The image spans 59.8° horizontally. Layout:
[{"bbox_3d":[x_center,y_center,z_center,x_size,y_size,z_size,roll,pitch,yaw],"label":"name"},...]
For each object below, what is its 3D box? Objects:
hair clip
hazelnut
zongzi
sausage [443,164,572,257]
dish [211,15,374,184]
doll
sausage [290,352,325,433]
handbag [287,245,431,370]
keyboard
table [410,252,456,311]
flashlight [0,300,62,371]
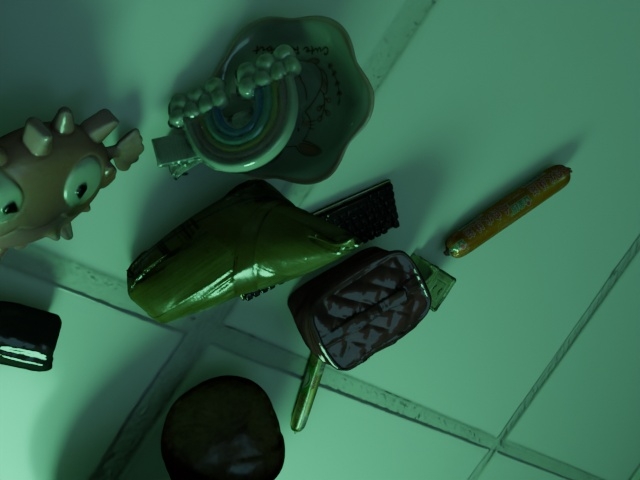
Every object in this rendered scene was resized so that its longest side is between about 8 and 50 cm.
[{"bbox_3d":[-0.113,-0.147,0.711,0.220,0.140,0.054,-21,164,12],"label":"hair clip"},{"bbox_3d":[-0.157,0.324,0.905,0.208,0.208,0.208,-14,119,-26],"label":"hazelnut"},{"bbox_3d":[-0.112,0.038,0.709,0.260,0.289,0.123,-35,118,-12],"label":"zongzi"},{"bbox_3d":[0.382,-0.063,1.122,0.347,0.053,0.053,-32,125,-15],"label":"sausage"},{"bbox_3d":[-0.035,-0.184,0.752,0.230,0.229,0.081,-64,168,9],"label":"dish"},{"bbox_3d":[-0.312,-0.066,0.632,0.262,0.093,0.211,-35,165,-48],"label":"doll"},{"bbox_3d":[-0.013,0.249,1.037,0.032,0.033,0.269,5,109,-34],"label":"sausage"},{"bbox_3d":[0.066,0.107,0.937,0.225,0.135,0.147,-29,102,-15],"label":"handbag"},{"bbox_3d":[0.000,0.000,0.930,0.316,0.027,0.106,-26,123,-20],"label":"keyboard"},{"bbox_3d":[0.200,0.080,1.071,0.083,0.062,0.079,31,93,-38],"label":"table"},{"bbox_3d":[-0.498,0.065,0.610,0.424,0.103,0.103,29,96,-39],"label":"flashlight"}]
